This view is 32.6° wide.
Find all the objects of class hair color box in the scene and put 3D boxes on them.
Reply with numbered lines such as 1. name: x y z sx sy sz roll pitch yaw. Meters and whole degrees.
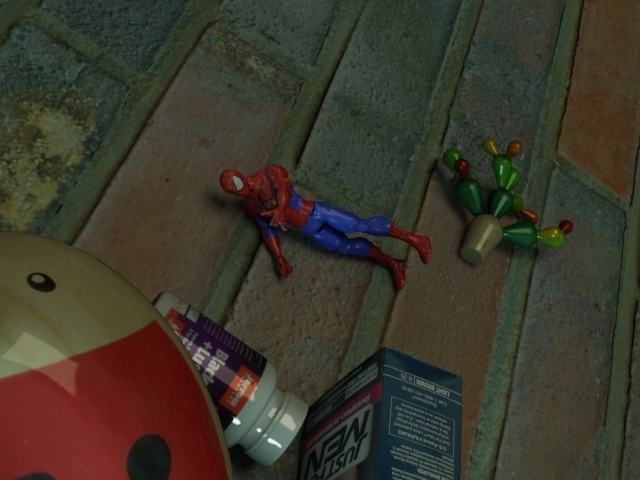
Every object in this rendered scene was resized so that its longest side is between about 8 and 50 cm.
1. hair color box: 0.049 0.298 1.087 0.105 0.174 0.347 23 48 -19

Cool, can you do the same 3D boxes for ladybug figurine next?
1. ladybug figurine: -0.212 0.215 0.855 0.305 0.162 0.449 -19 100 -12

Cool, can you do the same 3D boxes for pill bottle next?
1. pill bottle: -0.113 0.147 1.129 0.193 0.108 0.108 36 45 -8

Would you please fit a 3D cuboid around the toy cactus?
1. toy cactus: 0.256 -0.040 1.548 0.219 0.112 0.180 43 54 -13

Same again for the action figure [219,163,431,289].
1. action figure: 0.000 0.000 1.327 0.280 0.091 0.139 26 38 -18
